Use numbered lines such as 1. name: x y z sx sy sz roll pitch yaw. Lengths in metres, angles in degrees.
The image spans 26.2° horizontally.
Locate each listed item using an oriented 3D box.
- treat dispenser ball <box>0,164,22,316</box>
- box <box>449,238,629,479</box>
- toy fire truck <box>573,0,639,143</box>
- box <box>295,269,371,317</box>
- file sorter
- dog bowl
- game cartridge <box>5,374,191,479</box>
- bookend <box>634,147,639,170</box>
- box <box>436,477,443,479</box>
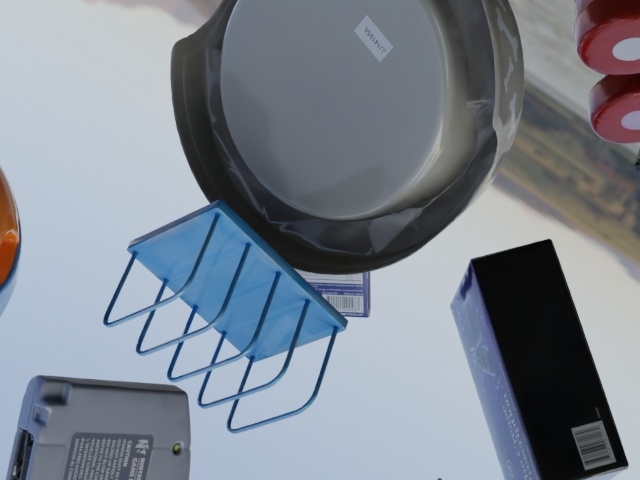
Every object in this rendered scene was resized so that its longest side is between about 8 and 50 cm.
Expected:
1. treat dispenser ball: -0.428 0.000 1.292 0.288 0.288 0.288 33 -170 -7
2. box: 0.237 0.156 1.536 0.184 0.103 0.261 89 166 -71
3. toy fire truck: 0.387 -0.236 1.397 0.302 0.254 0.169 60 -155 -57
4. box: 0.000 0.000 1.862 0.136 0.225 0.036 3 -149 7
5. file sorter: -0.084 0.072 1.180 0.170 0.118 0.104 44 -136 -27
6. dog bowl: 0.028 -0.146 1.246 0.349 0.349 0.102 38 -153 23
7. game cartridge: -0.231 0.285 1.393 0.196 0.294 0.060 11 -177 -37
8. bookend: 0.337 -0.028 1.008 0.156 0.157 0.072 63 -155 -11
9. box: 0.086 0.411 1.415 0.169 0.290 0.087 42 162 15
